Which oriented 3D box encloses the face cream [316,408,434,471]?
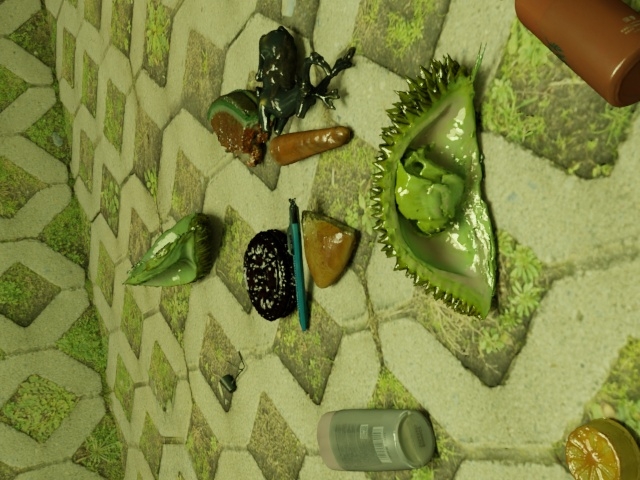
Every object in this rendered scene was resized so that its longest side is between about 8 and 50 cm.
[{"bbox_3d":[0.081,0.332,1.191,0.269,0.073,0.107,-29,67,57],"label":"face cream"}]

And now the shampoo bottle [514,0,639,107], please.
[{"bbox_3d":[0.264,-0.241,0.759,0.244,0.086,0.085,59,142,38],"label":"shampoo bottle"}]

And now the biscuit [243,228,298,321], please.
[{"bbox_3d":[-0.102,0.070,1.460,0.195,0.053,0.194,18,111,57],"label":"biscuit"}]

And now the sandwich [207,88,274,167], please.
[{"bbox_3d":[-0.179,-0.246,1.499,0.235,0.079,0.159,36,126,50],"label":"sandwich"}]

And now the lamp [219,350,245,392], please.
[{"bbox_3d":[-0.211,0.327,1.721,0.054,0.041,0.121,50,140,31],"label":"lamp"}]

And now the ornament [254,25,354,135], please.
[{"bbox_3d":[-0.030,-0.302,1.237,0.236,0.080,0.202,-8,79,60],"label":"ornament"}]

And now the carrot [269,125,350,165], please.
[{"bbox_3d":[-0.014,-0.175,1.269,0.210,0.061,0.061,-4,93,55],"label":"carrot"}]

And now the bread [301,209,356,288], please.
[{"bbox_3d":[0.005,0.024,1.277,0.154,0.054,0.135,35,129,54],"label":"bread"}]

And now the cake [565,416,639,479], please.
[{"bbox_3d":[0.319,0.244,0.802,0.084,0.044,0.084,14,107,57],"label":"cake"}]

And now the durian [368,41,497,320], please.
[{"bbox_3d":[0.158,-0.077,0.981,0.170,0.157,0.355,-1,98,23],"label":"durian"}]

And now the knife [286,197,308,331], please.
[{"bbox_3d":[-0.043,0.049,1.337,0.044,0.026,0.296,-126,28,-58],"label":"knife"}]

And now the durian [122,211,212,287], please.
[{"bbox_3d":[-0.372,0.019,1.765,0.394,0.198,0.163,-29,70,55],"label":"durian"}]
